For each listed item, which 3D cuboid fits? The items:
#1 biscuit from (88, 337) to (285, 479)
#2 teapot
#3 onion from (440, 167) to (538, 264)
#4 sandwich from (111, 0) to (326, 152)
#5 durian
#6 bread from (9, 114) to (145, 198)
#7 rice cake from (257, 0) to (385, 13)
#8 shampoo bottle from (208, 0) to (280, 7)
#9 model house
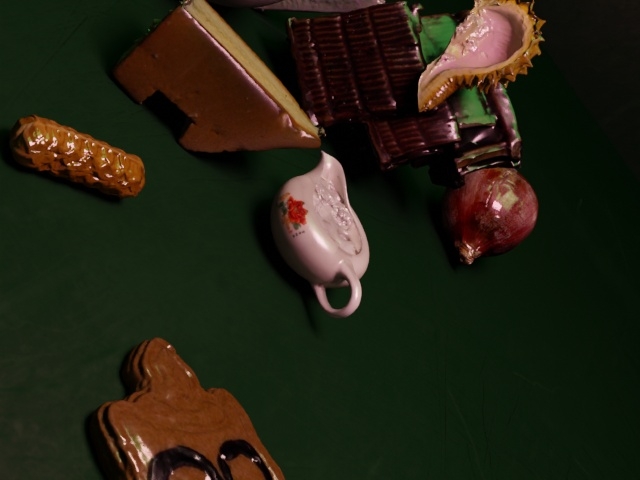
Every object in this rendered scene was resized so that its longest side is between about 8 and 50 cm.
[{"bbox_3d":[-0.095,0.211,0.938,0.208,0.041,0.290,8,52,-58],"label":"biscuit"},{"bbox_3d":[0.000,0.000,1.301,0.145,0.092,0.226,22,41,-44],"label":"teapot"},{"bbox_3d":[0.262,-0.034,1.742,0.159,0.159,0.195,47,46,-15],"label":"onion"},{"bbox_3d":[-0.114,-0.174,1.281,0.236,0.128,0.122,46,23,-21],"label":"sandwich"},{"bbox_3d":[0.216,-0.240,1.494,0.140,0.224,0.078,42,-10,31],"label":"durian"},{"bbox_3d":[-0.233,-0.079,1.048,0.157,0.044,0.052,21,47,-49],"label":"bread"},{"bbox_3d":[-0.004,-0.364,1.652,0.047,0.206,0.036,-72,165,-60],"label":"rice cake"},{"bbox_3d":[-0.099,-0.460,1.483,0.273,0.273,0.266,50,17,-9],"label":"shampoo bottle"},{"bbox_3d":[0.089,-0.204,1.628,0.282,0.297,0.317,-11,81,-29],"label":"model house"}]
